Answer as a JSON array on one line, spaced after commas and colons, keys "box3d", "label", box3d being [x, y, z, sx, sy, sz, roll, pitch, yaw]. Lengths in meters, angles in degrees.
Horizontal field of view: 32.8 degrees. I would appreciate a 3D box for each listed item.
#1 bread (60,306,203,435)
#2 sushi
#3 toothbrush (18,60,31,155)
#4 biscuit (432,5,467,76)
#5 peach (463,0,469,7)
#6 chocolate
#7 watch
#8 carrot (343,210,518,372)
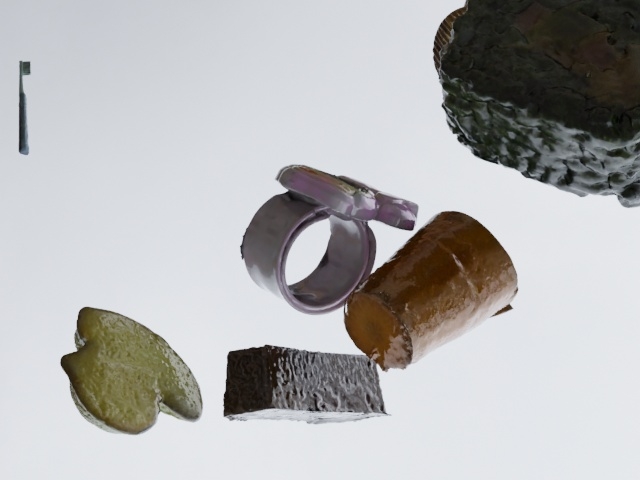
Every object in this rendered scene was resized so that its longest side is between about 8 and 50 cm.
[{"box3d": [-0.215, 0.166, 1.216, 0.065, 0.188, 0.149, -35, -143, 28], "label": "bread"}, {"box3d": [0.350, -0.230, 1.516, 0.352, 0.178, 0.294, 24, -115, 24], "label": "sushi"}, {"box3d": [-0.450, -0.206, 1.657, 0.019, 0.016, 0.219, -6, -134, -9], "label": "toothbrush"}, {"box3d": [0.283, -0.314, 1.990, 0.031, 0.228, 0.176, -44, -163, -31], "label": "biscuit"}, {"box3d": [0.410, -0.437, 2.080, 0.292, 0.247, 0.292, -173, -90, -71], "label": "peach"}, {"box3d": [-0.018, 0.231, 1.738, 0.112, 0.321, 0.112, -16, -108, 36], "label": "chocolate"}, {"box3d": [0.000, 0.000, 1.737, 0.211, 0.248, 0.217, 28, -80, 47], "label": "watch"}, {"box3d": [0.158, 0.091, 1.667, 0.196, 0.196, 0.254, 10, -145, 46], "label": "carrot"}]
